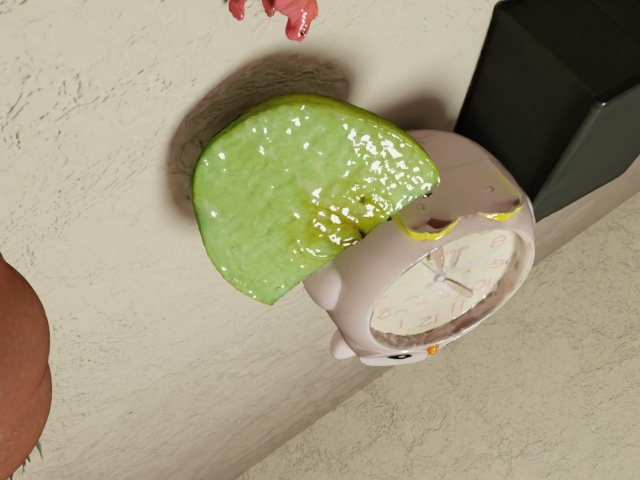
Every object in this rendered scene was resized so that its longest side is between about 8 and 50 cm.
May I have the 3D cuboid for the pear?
[{"bbox_3d":[-0.043,-0.082,0.777,0.288,0.139,0.239,-37,138,20],"label":"pear"}]

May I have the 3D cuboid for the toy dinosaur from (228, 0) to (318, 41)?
[{"bbox_3d":[-0.014,-0.275,0.515,0.139,0.070,0.286,-40,157,-17],"label":"toy dinosaur"}]

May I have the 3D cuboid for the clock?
[{"bbox_3d":[0.135,0.021,1.017,0.368,0.250,0.376,-15,140,-17],"label":"clock"}]

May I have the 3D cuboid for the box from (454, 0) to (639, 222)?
[{"bbox_3d":[0.380,-0.216,0.995,0.251,0.204,0.345,-28,157,-15],"label":"box"}]

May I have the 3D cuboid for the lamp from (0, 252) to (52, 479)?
[{"bbox_3d":[-0.357,0.084,0.501,0.305,0.239,0.305,-3,119,-5],"label":"lamp"}]

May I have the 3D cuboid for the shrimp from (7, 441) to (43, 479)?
[{"bbox_3d":[-0.458,0.261,0.843,0.172,0.137,0.372,-28,151,-41],"label":"shrimp"}]
